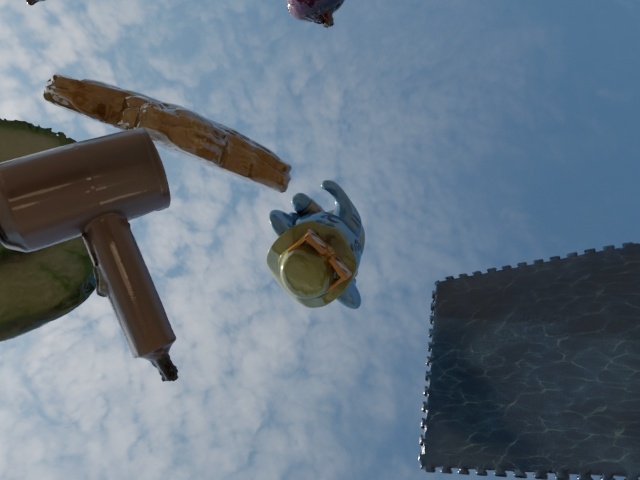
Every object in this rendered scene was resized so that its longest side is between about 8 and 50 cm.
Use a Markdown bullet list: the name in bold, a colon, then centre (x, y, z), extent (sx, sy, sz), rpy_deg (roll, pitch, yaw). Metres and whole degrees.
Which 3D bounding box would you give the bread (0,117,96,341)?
- **bread**: centre (-0.507, -0.035, 0.729), extent (0.366, 0.129, 0.382), rpy_deg (-36, -77, -31)

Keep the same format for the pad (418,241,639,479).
- **pad**: centre (0.242, 0.134, 0.577), extent (0.012, 0.269, 0.269), rpy_deg (43, -136, -35)

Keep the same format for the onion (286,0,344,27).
- **onion**: centre (-0.005, -0.432, 0.897), extent (0.115, 0.115, 0.105), rpy_deg (-25, -79, -11)

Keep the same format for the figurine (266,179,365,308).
- **figurine**: centre (-0.002, 0.003, 0.834), extent (0.153, 0.262, 0.180), rpy_deg (-14, -62, 11)

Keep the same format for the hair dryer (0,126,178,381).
- **hair dryer**: centre (-0.146, 0.018, 0.352), extent (0.117, 0.064, 0.182), rpy_deg (-23, -93, -24)

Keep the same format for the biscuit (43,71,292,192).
- **biscuit**: centre (-0.171, -0.126, 0.574), extent (0.269, 0.376, 0.051), rpy_deg (19, -86, -21)

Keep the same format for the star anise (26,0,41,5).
- **star anise**: centre (-0.342, -0.377, 0.639), extent (0.057, 0.168, 0.168), rpy_deg (24, -108, -17)
